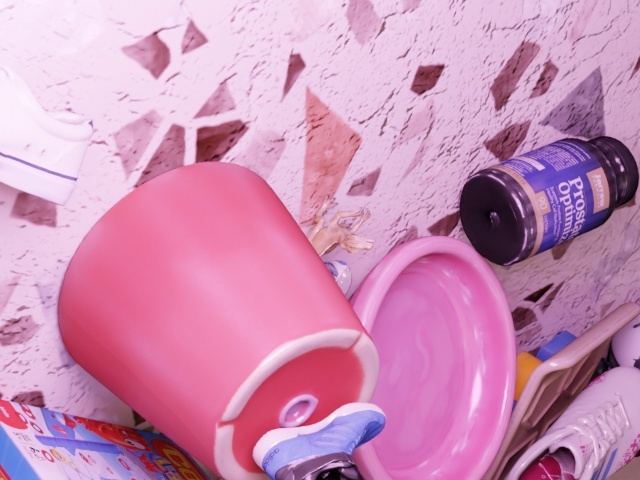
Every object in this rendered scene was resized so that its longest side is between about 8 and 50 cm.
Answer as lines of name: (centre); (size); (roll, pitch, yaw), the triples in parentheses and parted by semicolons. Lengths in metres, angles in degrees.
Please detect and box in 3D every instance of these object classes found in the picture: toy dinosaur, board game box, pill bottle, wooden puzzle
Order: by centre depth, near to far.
board game box: (-0.191, 0.304, 1.355); (0.302, 0.308, 0.086); (24, 103, -52)
toy dinosaur: (0.000, 0.000, 1.461); (0.053, 0.183, 0.092); (44, 56, -14)
pill bottle: (0.289, -0.057, 1.640); (0.219, 0.123, 0.123); (-22, 136, -32)
wooden puzzle: (0.304, 0.246, 1.917); (0.322, 0.080, 0.348); (-21, 143, -55)

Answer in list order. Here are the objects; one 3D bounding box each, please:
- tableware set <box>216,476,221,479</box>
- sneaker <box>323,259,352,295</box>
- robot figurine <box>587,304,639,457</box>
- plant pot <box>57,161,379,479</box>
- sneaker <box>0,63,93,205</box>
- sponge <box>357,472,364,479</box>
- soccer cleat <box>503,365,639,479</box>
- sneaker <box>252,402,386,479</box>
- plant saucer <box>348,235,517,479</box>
tableware set: (-0.132, 0.336, 1.676); (0.104, 0.024, 0.154); (18, 108, -53)
sneaker: (-0.016, 0.081, 1.544); (0.058, 0.052, 0.135); (8, 110, -36)
robot figurine: (0.533, 0.224, 2.082); (0.209, 0.173, 0.278); (-33, 141, -29)
plant pot: (-0.088, 0.098, 1.323); (0.275, 0.243, 0.275); (-26, 139, -25)
sneaker: (-0.293, -0.108, 1.086); (0.258, 0.094, 0.091); (25, 86, -56)
sponge: (0.115, 0.275, 1.745); (0.210, 0.031, 0.117); (-25, 138, -25)
soccer cleat: (0.370, 0.284, 1.827); (0.331, 0.116, 0.143); (-42, 163, -25)
sneaker: (0.019, 0.206, 1.251); (0.152, 0.084, 0.058); (-8, 128, -40)
plant saucer: (0.118, 0.160, 1.610); (0.332, 0.084, 0.332); (0, 90, -49)
